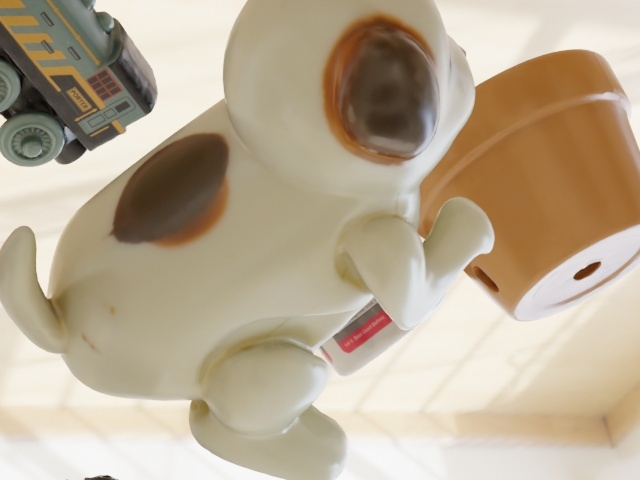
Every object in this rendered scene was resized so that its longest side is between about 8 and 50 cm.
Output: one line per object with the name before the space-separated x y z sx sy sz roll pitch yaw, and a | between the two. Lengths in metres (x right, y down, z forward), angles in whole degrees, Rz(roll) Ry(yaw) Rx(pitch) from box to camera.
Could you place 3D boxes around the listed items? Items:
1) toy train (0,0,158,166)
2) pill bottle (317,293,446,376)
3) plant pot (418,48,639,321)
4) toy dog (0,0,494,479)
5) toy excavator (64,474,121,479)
toy train | -0.329 -0.226 1.461 0.190 0.142 0.334 -28 132 8
pill bottle | 0.000 0.000 1.659 0.176 0.318 0.176 -38 178 -1
plant pot | 0.250 -0.045 1.467 0.291 0.203 0.291 -24 157 -11
toy dog | -0.041 -0.055 1.094 0.395 0.284 0.408 19 119 -32
toy excavator | -0.339 0.322 1.017 0.445 0.222 0.433 -5 141 -21
